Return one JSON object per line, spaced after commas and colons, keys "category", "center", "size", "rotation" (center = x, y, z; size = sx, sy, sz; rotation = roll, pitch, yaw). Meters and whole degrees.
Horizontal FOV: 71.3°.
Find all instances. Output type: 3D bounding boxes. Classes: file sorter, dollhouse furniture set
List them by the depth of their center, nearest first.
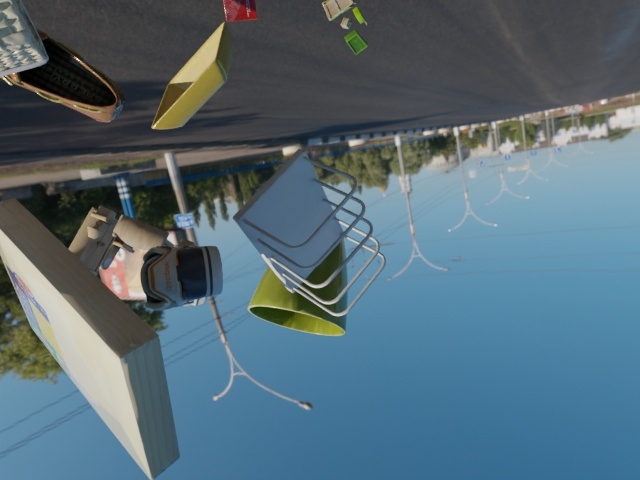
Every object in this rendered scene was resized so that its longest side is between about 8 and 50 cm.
{"category": "file sorter", "center": [0.000, 0.000, 0.903], "size": [0.173, 0.277, 0.192], "rotation": [30, -110, 36]}
{"category": "dollhouse furniture set", "center": [0.069, -0.538, 1.096], "size": [0.076, 0.151, 0.059], "rotation": [-28, 157, 22]}
{"category": "dollhouse furniture set", "center": [-0.502, 0.062, 1.262], "size": [0.356, 0.173, 0.303], "rotation": [21, 166, 9]}

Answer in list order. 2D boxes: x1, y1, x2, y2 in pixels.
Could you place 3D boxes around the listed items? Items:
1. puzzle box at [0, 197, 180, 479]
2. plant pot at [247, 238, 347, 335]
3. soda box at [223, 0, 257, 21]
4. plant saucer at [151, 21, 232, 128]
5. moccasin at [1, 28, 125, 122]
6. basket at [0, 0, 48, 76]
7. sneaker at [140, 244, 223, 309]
{"category": "puzzle box", "center": [-0.360, 0.134, 0.666], "size": [0.409, 0.271, 0.052], "rotation": [31, -137, 29]}
{"category": "plant pot", "center": [-0.034, 0.092, 1.275], "size": [0.275, 0.293, 0.274], "rotation": [12, 159, 5]}
{"category": "soda box", "center": [-0.217, -0.699, 1.115], "size": [0.084, 0.263, 0.092], "rotation": [-9, -140, -7]}
{"category": "plant saucer", "center": [-0.409, -0.534, 1.493], "size": [0.333, 0.081, 0.332], "rotation": [-34, -142, 25]}
{"category": "moccasin", "center": [-0.587, -0.362, 0.888], "size": [0.380, 0.139, 0.147], "rotation": [33, 173, -23]}
{"category": "basket", "center": [-0.459, -0.267, 0.562], "size": [0.167, 0.113, 0.103], "rotation": [-25, -160, -19]}
{"category": "sneaker", "center": [-0.277, 0.068, 0.856], "size": [0.128, 0.126, 0.321], "rotation": [-7, 172, -23]}
